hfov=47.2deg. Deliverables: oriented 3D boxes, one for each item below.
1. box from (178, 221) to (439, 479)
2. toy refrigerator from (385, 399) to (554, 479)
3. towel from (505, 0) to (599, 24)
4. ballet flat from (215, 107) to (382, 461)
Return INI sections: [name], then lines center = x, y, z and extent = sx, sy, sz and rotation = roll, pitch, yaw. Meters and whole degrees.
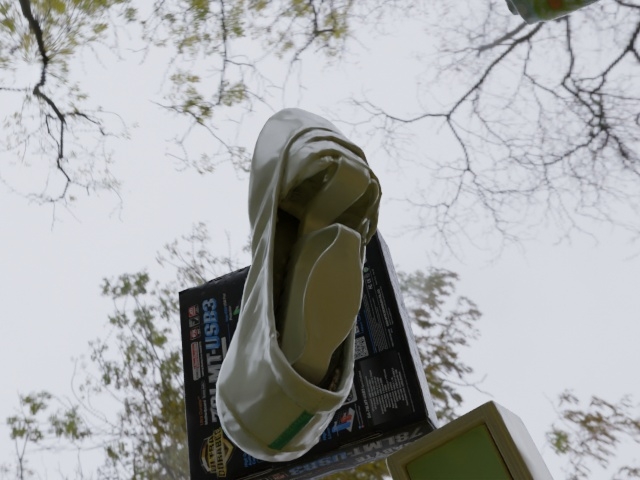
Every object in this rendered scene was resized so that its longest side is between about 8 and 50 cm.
[box]
center = -0.029, 0.147, 0.917
extent = 0.293, 0.295, 0.073
rotation = -22, -40, 11
[toy refrigerator]
center = 0.152, 0.262, 0.525
extent = 0.102, 0.269, 0.094
rotation = -33, -34, 15
[towel]
center = 0.229, -0.361, 0.533
extent = 0.320, 0.374, 0.090
rotation = 46, -130, -25
[ballet flat]
center = 0.000, 0.000, 0.673
extent = 0.139, 0.139, 0.400
rotation = 29, -133, -25
